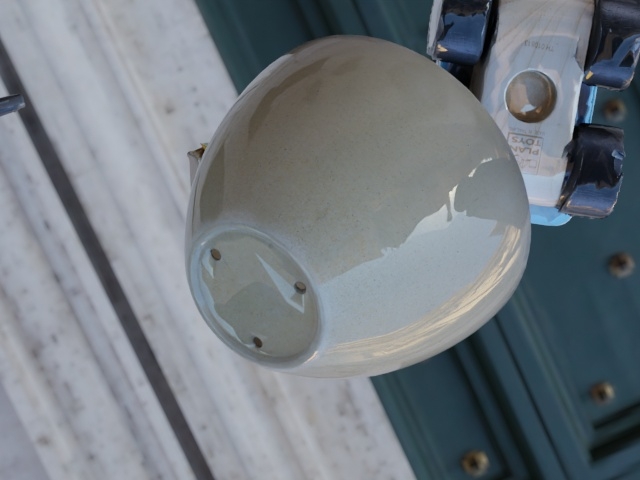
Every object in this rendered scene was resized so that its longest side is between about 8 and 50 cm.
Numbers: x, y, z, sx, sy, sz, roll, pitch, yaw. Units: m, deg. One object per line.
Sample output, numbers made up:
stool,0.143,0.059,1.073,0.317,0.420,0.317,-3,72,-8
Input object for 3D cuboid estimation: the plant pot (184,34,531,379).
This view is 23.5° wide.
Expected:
plant pot,0.000,0.000,1.239,0.284,0.284,0.191,-17,-165,42

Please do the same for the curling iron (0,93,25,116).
curling iron,-0.461,-0.112,1.715,0.274,0.035,0.068,-17,-158,-12

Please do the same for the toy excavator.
toy excavator,0.207,-0.114,1.839,0.222,0.433,0.445,8,-170,-2

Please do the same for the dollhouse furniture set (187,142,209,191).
dollhouse furniture set,-0.082,-0.022,1.468,0.058,0.152,0.076,10,-158,29
